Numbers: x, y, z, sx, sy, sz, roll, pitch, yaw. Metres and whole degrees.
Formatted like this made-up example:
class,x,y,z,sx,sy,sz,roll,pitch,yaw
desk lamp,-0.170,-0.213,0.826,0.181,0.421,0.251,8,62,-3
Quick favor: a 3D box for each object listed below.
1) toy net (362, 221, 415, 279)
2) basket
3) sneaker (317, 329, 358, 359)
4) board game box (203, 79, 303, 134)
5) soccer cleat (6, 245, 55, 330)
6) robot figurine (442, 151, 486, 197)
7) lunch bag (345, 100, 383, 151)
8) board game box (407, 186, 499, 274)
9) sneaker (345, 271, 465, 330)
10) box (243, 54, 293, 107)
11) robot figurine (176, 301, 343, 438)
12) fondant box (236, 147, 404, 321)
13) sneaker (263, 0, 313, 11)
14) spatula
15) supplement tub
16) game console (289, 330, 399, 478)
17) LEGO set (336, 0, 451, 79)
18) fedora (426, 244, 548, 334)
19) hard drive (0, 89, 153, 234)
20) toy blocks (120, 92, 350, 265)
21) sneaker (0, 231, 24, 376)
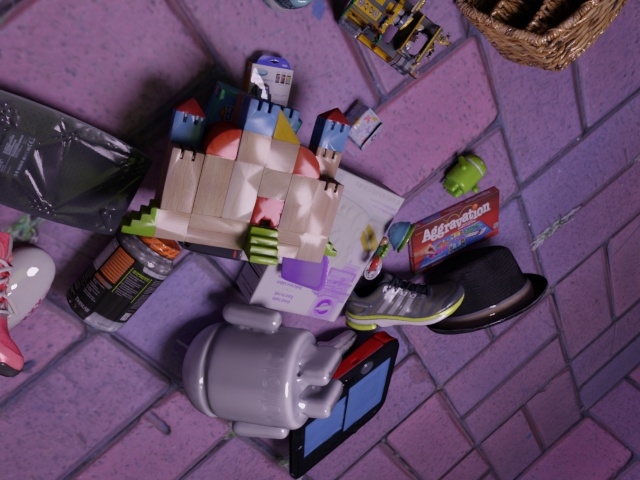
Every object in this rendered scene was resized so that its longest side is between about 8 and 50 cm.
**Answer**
class,x,y,z,sx,sy,sz,roll,pitch,yaw
toy net,0.137,0.044,1.175,0.122,0.045,0.232,-61,180,-32
basket,0.456,-0.515,1.012,0.223,0.213,0.299,25,102,-39
sneaker,-0.024,0.291,1.270,0.297,0.129,0.111,-26,137,-38
board game box,-0.151,-0.158,0.940,0.160,0.047,0.210,17,116,-30
soccer cleat,-0.561,0.152,0.841,0.331,0.143,0.116,-42,130,-3
robot figurine,0.351,-0.159,1.256,0.115,0.067,0.101,-44,128,-2
lunch bag,0.089,-0.230,1.067,0.071,0.053,0.083,-48,139,4
board game box,0.352,-0.026,1.363,0.281,0.027,0.145,-24,126,-17
sneaker,0.194,0.135,1.253,0.300,0.111,0.121,-12,115,10
box,-0.099,-0.266,0.948,0.081,0.028,0.136,0,115,-30
robot figurine,-0.134,0.273,1.079,0.200,0.353,0.300,-30,119,-69
fondant box,0.000,0.000,1.122,0.238,0.096,0.330,18,108,-37
sneaker,0.033,-0.471,0.842,0.283,0.122,0.110,-45,131,0
spatula,-0.129,0.030,1.011,0.296,0.030,0.084,12,103,-2
supplement tub,-0.348,0.060,0.933,0.190,0.117,0.117,-47,130,2
game console,0.058,0.427,1.339,0.342,0.060,0.386,-33,144,-32
LEGO set,0.188,-0.427,0.874,0.192,0.255,0.331,34,85,-13
fedora,0.409,0.112,1.364,0.334,0.334,0.152,-26,98,-16
hard drive,-0.419,-0.120,0.823,0.254,0.054,0.172,23,104,-38
toy blocks,-0.107,-0.119,0.861,0.381,0.191,0.261,10,107,-24
sneaker,-0.505,0.050,0.762,0.136,0.116,0.314,-33,93,-25
